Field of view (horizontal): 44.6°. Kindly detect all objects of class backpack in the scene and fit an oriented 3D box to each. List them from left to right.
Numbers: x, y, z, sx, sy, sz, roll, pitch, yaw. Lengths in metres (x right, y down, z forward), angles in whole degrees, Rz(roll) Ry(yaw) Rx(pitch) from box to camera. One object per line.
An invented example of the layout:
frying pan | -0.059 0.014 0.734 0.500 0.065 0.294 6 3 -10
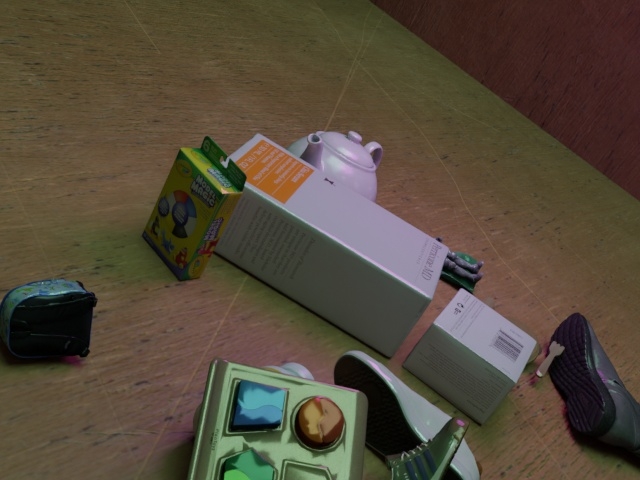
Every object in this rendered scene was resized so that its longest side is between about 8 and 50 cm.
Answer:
backpack | -0.375 0.105 1.057 0.114 0.105 0.084 -1 19 -42

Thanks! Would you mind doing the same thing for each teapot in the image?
teapot | 0.033 -0.154 1.705 0.253 0.187 0.256 26 19 -20

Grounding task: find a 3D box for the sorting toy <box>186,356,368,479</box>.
sorting toy | -0.051 0.305 0.955 0.229 0.041 0.307 17 56 -15

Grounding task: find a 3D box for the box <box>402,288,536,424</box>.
box | 0.280 0.211 1.455 0.182 0.119 0.181 36 30 12

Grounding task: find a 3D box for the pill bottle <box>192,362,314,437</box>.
pill bottle | -0.085 0.238 1.102 0.103 0.103 0.184 40 30 18

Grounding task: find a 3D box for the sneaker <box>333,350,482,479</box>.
sneaker | 0.138 0.289 1.239 0.290 0.106 0.123 49 27 14

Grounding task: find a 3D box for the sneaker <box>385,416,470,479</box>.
sneaker | 0.134 0.324 1.119 0.086 0.192 0.064 27 -17 18

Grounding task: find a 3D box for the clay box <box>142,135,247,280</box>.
clay box | -0.215 -0.056 1.324 0.053 0.222 0.127 -10 48 -49

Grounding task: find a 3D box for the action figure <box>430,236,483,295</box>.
action figure | 0.259 0.031 1.784 0.232 0.063 0.137 23 33 -4

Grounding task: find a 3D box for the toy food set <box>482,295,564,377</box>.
toy food set | 0.400 0.211 1.638 0.192 0.038 0.132 35 48 18

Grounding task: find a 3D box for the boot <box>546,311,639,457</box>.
boot | 0.601 0.316 1.616 0.223 0.118 0.338 29 35 -15

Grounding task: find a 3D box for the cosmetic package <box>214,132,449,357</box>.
cosmetic package | 0.000 0.000 1.494 0.453 0.161 0.230 31 29 1
